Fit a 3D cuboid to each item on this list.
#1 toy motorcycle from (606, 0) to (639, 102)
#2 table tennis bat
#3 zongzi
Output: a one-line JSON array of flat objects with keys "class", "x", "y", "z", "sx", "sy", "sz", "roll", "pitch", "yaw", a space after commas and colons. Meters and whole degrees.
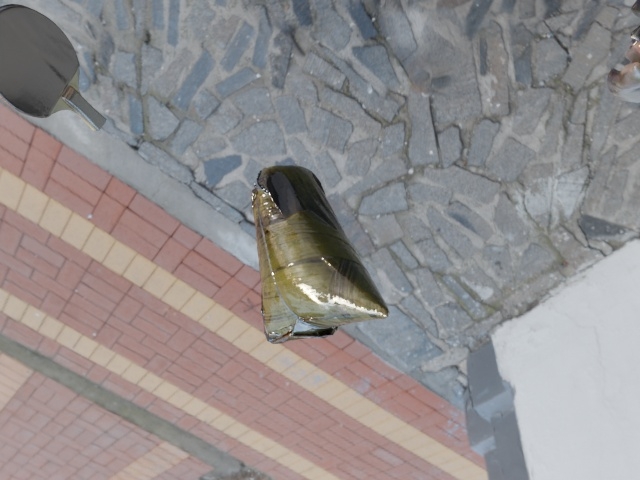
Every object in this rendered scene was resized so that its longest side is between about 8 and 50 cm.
[{"class": "toy motorcycle", "x": 0.315, "y": -0.118, "z": 0.330, "sx": 0.207, "sy": 0.401, "sz": 0.134, "roll": 42, "pitch": 126, "yaw": 6}, {"class": "table tennis bat", "x": -0.382, "y": -0.227, "z": 0.665, "sx": 0.019, "sy": 0.130, "sz": 0.220, "roll": 17, "pitch": 164, "yaw": 18}, {"class": "zongzi", "x": 0.000, "y": 0.000, "z": 0.678, "sx": 0.138, "sy": 0.286, "sz": 0.300, "roll": -4, "pitch": 171, "yaw": -26}]
